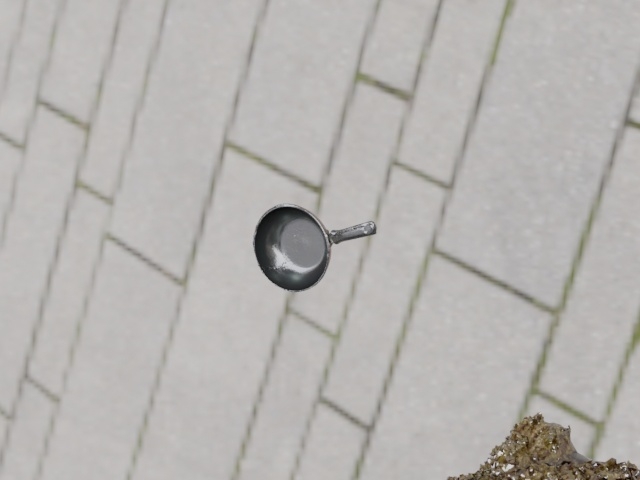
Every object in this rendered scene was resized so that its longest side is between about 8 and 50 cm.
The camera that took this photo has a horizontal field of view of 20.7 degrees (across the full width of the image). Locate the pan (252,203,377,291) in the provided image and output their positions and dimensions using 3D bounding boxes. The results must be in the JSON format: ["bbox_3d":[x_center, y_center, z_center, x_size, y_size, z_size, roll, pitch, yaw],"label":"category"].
[{"bbox_3d":[0.001,0.000,1.322,0.115,0.023,0.068,-13,94,36],"label":"pan"}]

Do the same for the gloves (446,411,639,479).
[{"bbox_3d":[0.175,0.282,1.674,0.135,0.312,0.210,-131,42,-61],"label":"gloves"}]
